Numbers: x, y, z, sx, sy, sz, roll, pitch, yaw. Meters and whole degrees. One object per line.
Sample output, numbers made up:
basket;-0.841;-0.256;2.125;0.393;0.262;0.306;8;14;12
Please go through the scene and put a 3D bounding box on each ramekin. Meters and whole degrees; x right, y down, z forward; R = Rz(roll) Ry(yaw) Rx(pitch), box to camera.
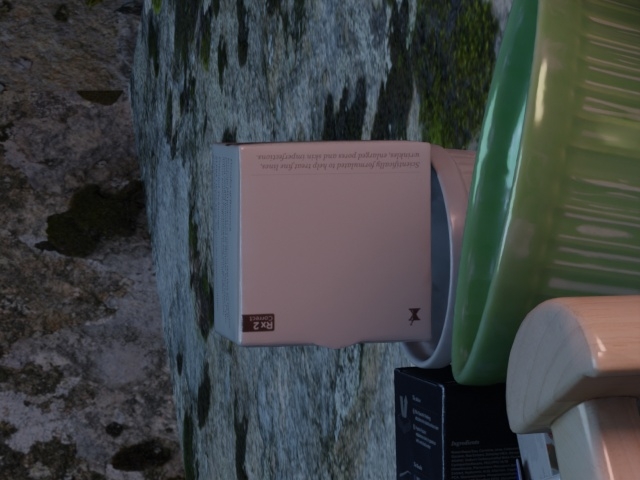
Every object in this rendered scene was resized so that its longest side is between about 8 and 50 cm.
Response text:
ramekin;0.193;-0.035;1.347;0.303;0.148;0.303;-170;90;-89
ramekin;0.139;0.013;1.768;0.207;0.109;0.207;178;90;-76

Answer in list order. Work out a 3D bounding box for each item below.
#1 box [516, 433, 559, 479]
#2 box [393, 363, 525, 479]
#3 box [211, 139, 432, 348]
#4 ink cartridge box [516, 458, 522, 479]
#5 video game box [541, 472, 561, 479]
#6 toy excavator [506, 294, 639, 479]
box;0.218;0.248;1.577;0.067;0.063;0.324;111;153;-59
box;0.135;0.204;1.829;0.156;0.093;0.158;-169;77;-75
box;0.000;0.000;1.722;0.119;0.181;0.182;-164;74;-74
ink cartridge box;0.175;0.325;1.642;0.208;0.045;0.206;76;-175;-53
video game box;0.244;0.248;1.239;0.048;0.187;0.205;140;127;-71
toy excavator;0.215;0.252;0.980;0.445;0.222;0.433;-177;86;-69
